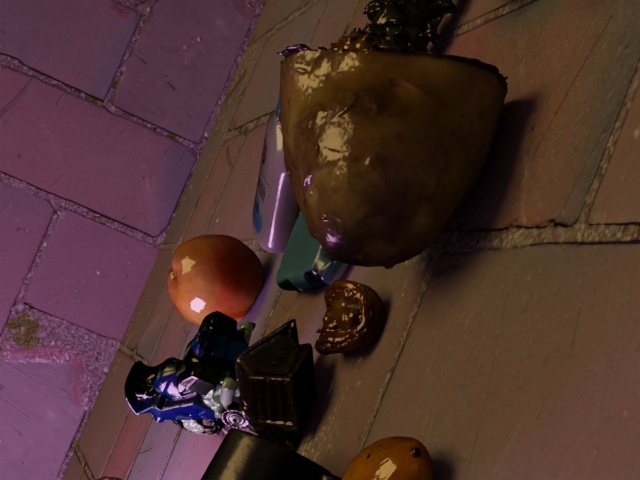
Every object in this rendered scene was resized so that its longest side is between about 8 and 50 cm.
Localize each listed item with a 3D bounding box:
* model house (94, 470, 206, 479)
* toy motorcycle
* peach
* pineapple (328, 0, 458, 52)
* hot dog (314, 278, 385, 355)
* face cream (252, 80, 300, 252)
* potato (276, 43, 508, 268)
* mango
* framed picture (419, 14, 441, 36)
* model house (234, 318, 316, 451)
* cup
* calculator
[{"bbox_3d":[-0.242,0.418,1.626,0.321,0.266,0.261,146,141,-64],"label":"model house"},{"bbox_3d":[-0.206,0.233,1.908,0.331,0.196,0.125,-48,23,54],"label":"toy motorcycle"},{"bbox_3d":[-0.200,0.075,2.185,0.184,0.184,0.184,-58,17,28],"label":"peach"},{"bbox_3d":[0.109,-0.301,1.753,0.340,0.169,0.169,-53,18,21],"label":"pineapple"},{"bbox_3d":[0.032,0.104,1.539,0.147,0.065,0.099,166,117,-69],"label":"hot dog"},{"bbox_3d":[-0.061,-0.144,2.031,0.163,0.080,0.337,-98,15,-47],"label":"face cream"},{"bbox_3d":[0.066,-0.083,1.386,0.288,0.300,0.237,26,-109,-64],"label":"potato"},{"bbox_3d":[0.060,0.256,1.188,0.190,0.075,0.098,121,171,-49],"label":"mango"},{"bbox_3d":[0.164,-0.407,1.970,0.255,0.014,0.339,-61,15,19],"label":"framed picture"},{"bbox_3d":[-0.049,0.218,1.616,0.152,0.106,0.165,-143,41,-63],"label":"model house"},{"bbox_3d":[-0.051,0.344,1.383,0.177,0.239,0.166,-65,-28,-17],"label":"cup"},{"bbox_3d":[0.000,0.000,1.837,0.173,0.051,0.293,-70,14,-11],"label":"calculator"}]
